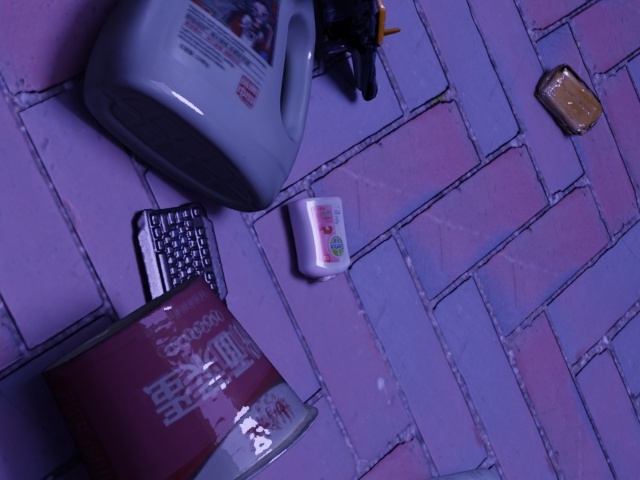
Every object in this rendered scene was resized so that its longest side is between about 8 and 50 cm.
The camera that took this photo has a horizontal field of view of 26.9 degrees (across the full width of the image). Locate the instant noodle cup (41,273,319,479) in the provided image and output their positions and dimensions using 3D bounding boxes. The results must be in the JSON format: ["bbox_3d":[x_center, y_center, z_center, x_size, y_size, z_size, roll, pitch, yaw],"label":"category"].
[{"bbox_3d":[-0.144,0.154,1.279,0.235,0.235,0.178,-36,97,-43],"label":"instant noodle cup"}]

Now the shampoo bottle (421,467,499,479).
[{"bbox_3d":[0.141,0.315,1.631,0.195,0.056,0.056,1,80,-44],"label":"shampoo bottle"}]

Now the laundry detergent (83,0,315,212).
[{"bbox_3d":[-0.093,-0.254,1.491,0.264,0.125,0.397,38,54,-32],"label":"laundry detergent"}]

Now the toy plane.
[{"bbox_3d":[0.039,-0.275,1.539,0.316,0.103,0.204,1,77,-87],"label":"toy plane"}]

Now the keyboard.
[{"bbox_3d":[-0.134,0.090,1.439,0.106,0.016,0.262,-11,88,-46],"label":"keyboard"}]

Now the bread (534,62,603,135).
[{"bbox_3d":[0.369,-0.207,1.986,0.106,0.053,0.072,45,76,-25],"label":"bread"}]

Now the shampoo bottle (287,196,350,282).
[{"bbox_3d":[0.000,0.000,1.574,0.072,0.043,0.099,-4,83,-45],"label":"shampoo bottle"}]
